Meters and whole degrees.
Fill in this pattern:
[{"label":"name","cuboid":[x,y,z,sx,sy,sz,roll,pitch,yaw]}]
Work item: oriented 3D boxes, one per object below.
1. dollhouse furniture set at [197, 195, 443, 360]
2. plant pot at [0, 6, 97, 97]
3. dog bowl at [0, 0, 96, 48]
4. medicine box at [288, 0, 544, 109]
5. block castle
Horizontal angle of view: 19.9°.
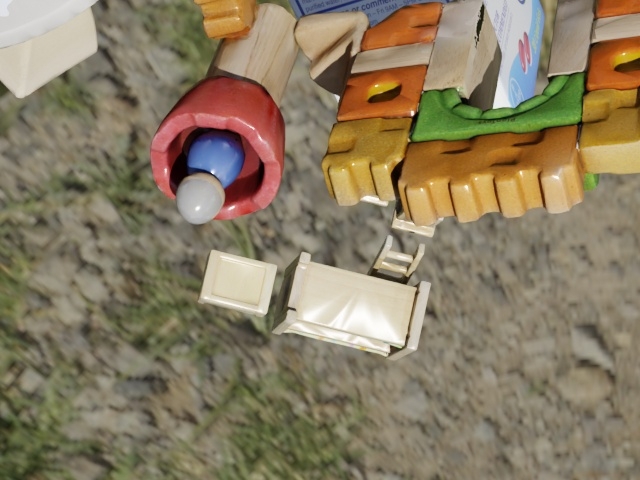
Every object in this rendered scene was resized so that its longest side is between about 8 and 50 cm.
[{"label":"dollhouse furniture set","cuboid":[0.000,0.000,1.530,0.182,0.101,0.161,14,78,-7]},{"label":"plant pot","cuboid":[-0.292,-0.230,1.836,0.109,0.096,0.109,45,58,13]},{"label":"dog bowl","cuboid":[-0.279,-0.337,1.558,0.349,0.102,0.349,-12,63,25]},{"label":"medicine box","cuboid":[0.084,-0.244,1.683,0.149,0.289,0.263,-15,30,20]},{"label":"block castle","cuboid":[0.083,-0.170,1.054,0.453,0.303,0.213,-7,38,19]}]
